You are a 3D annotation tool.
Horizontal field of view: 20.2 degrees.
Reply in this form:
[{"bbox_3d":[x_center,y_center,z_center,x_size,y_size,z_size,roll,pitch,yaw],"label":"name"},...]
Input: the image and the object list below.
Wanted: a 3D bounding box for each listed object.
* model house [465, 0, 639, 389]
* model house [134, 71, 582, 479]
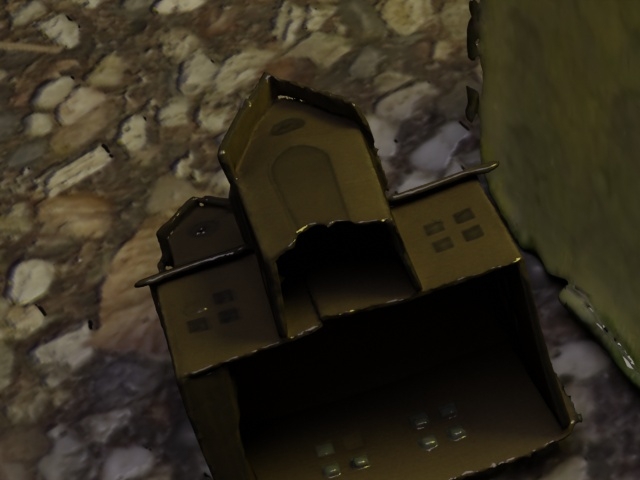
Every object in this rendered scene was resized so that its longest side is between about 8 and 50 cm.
[{"bbox_3d":[0.266,-0.083,1.003,0.266,0.261,0.321,-20,39,-21],"label":"model house"},{"bbox_3d":[0.000,0.000,1.020,0.211,0.204,0.243,-18,36,-3],"label":"model house"}]
